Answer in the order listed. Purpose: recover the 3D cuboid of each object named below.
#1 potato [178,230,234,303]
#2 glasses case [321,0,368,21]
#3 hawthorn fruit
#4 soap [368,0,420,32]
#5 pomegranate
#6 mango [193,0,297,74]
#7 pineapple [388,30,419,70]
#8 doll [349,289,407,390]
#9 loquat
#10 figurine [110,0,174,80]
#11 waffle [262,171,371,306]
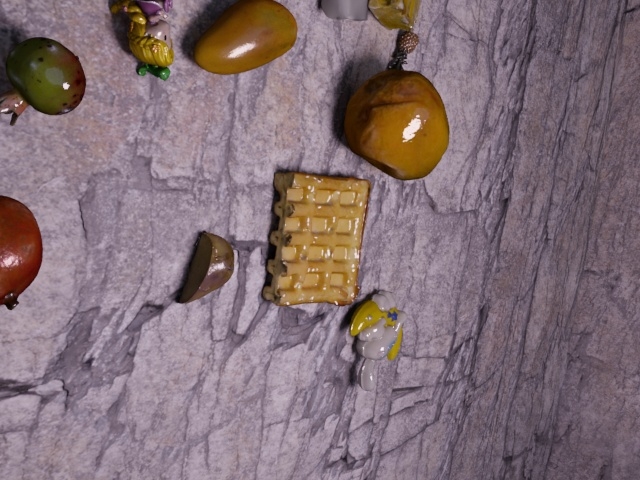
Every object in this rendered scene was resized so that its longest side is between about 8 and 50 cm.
[{"bbox_3d":[-0.235,0.076,1.302,0.101,0.089,0.171,26,80,-47],"label":"potato"},{"bbox_3d":[0.066,-0.681,1.411,0.128,0.083,0.307,-9,106,-48],"label":"glasses case"},{"bbox_3d":[-0.529,0.022,0.940,0.169,0.169,0.188,-23,74,-38],"label":"hawthorn fruit"},{"bbox_3d":[0.211,-0.716,1.492,0.199,0.091,0.314,-6,106,-70],"label":"soap"},{"bbox_3d":[-0.464,-0.255,0.978,0.129,0.129,0.159,24,90,-44],"label":"pomegranate"},{"bbox_3d":[-0.160,-0.431,1.237,0.253,0.113,0.138,-32,125,-26],"label":"mango"},{"bbox_3d":[0.225,-0.518,1.624,0.058,0.058,0.124,35,81,-43],"label":"pineapple"},{"bbox_3d":[0.170,0.280,1.725,0.252,0.111,0.237,-44,129,-39],"label":"doll"},{"bbox_3d":[0.205,-0.295,1.502,0.284,0.276,0.275,33,77,-32],"label":"loquat"},{"bbox_3d":[-0.335,-0.385,1.111,0.094,0.115,0.156,-72,168,-52],"label":"figurine"},{"bbox_3d":[0.001,0.000,1.519,0.304,0.078,0.347,2,99,-45],"label":"waffle"}]
